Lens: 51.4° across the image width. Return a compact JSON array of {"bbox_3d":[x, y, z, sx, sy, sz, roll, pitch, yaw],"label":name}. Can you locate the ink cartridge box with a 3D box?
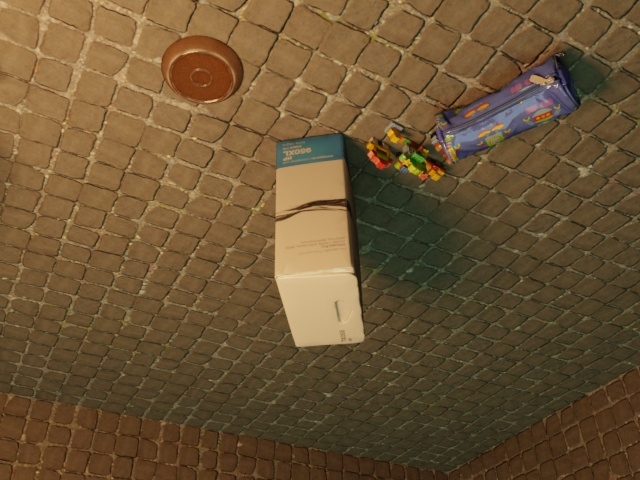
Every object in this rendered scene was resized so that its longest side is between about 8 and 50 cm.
[{"bbox_3d":[0.000,0.000,1.505,0.166,0.395,0.285,-7,140,5],"label":"ink cartridge box"}]

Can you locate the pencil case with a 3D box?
[{"bbox_3d":[0.387,-0.273,1.401,0.306,0.119,0.133,-24,165,24],"label":"pencil case"}]

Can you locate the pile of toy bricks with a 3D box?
[{"bbox_3d":[0.219,-0.183,1.518,0.212,0.105,0.118,21,136,-25],"label":"pile of toy bricks"}]

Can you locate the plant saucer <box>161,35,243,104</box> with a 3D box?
[{"bbox_3d":[-0.243,-0.340,1.368,0.168,0.029,0.168,-2,142,-1],"label":"plant saucer"}]
